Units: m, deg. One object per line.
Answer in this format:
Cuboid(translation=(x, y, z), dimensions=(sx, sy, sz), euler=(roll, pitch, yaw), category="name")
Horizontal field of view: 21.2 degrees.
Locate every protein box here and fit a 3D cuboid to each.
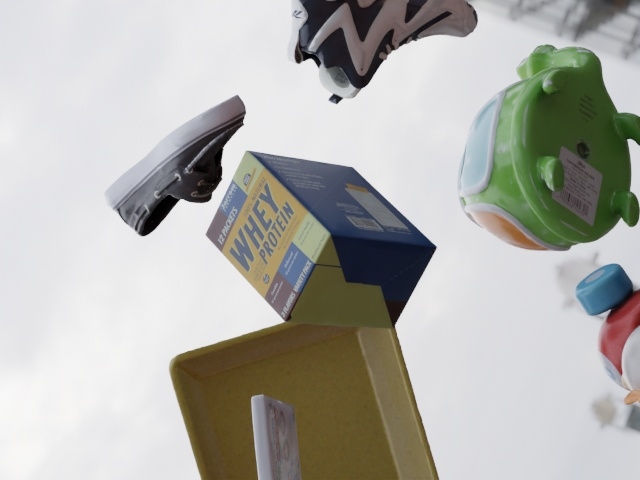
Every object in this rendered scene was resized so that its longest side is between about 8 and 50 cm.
Cuboid(translation=(0.000, 0.000, 2.231), dimensions=(0.200, 0.201, 0.136), euler=(6, -61, -43), category="protein box")

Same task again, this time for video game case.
Cuboid(translation=(-0.044, 0.252, 1.862), dimensions=(0.143, 0.019, 0.157), euler=(39, -137, -74), category="video game case")

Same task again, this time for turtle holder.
Cuboid(translation=(0.309, -0.137, 2.444), dimensions=(0.243, 0.227, 0.320), euler=(-2, -102, -41), category="turtle holder")

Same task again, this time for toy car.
Cuboid(translation=(0.415, 0.144, 2.100), dimensions=(0.210, 0.219, 0.238), euler=(-30, 7, 34), category="toy car")

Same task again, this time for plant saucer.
Cuboid(translation=(-0.024, 0.278, 2.461), dimensions=(0.081, 0.333, 0.333), euler=(174, 80, -77), category="plant saucer")

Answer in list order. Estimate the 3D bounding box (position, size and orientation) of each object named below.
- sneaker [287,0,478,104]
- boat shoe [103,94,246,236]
Cuboid(translation=(0.061, -0.219, 1.908), dimensions=(0.235, 0.094, 0.153), euler=(11, -84, -37), category="sneaker")
Cuboid(translation=(-0.138, -0.069, 1.745), dimensions=(0.228, 0.076, 0.080), euler=(-34, 1, 40), category="boat shoe")
